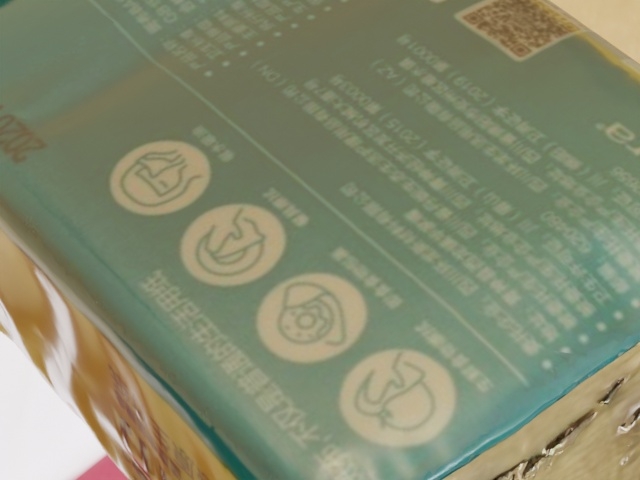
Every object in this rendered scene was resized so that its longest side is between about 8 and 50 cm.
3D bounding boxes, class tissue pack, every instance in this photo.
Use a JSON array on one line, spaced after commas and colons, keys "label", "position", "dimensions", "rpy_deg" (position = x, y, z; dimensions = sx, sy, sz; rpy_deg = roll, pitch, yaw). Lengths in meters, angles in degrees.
[{"label": "tissue pack", "position": [0.000, 0.000, 0.546], "dimensions": [0.192, 0.134, 0.271], "rpy_deg": [-31, 52, -21]}]
